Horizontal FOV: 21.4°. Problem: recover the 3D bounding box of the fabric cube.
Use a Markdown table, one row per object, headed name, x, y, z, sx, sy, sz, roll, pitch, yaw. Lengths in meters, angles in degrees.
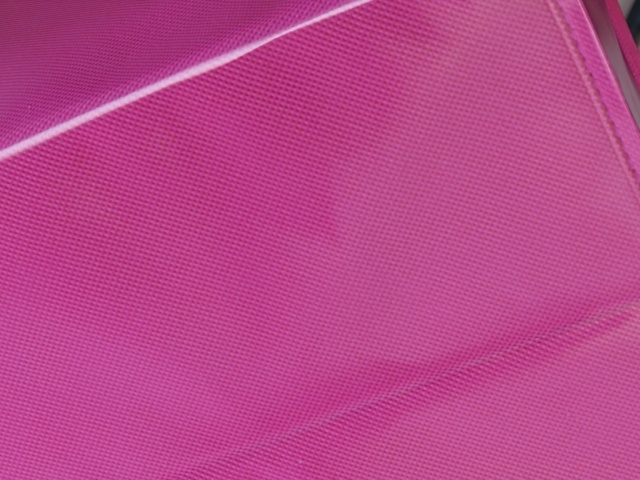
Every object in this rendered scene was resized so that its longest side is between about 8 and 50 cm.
| name | x | y | z | sx | sy | sz | roll | pitch | yaw |
| --- | --- | --- | --- | --- | --- | --- | --- | --- | --- |
| fabric cube | 0.000 | 0.000 | 0.616 | 0.258 | 0.259 | 0.254 | -23 | 25 | 13 |
